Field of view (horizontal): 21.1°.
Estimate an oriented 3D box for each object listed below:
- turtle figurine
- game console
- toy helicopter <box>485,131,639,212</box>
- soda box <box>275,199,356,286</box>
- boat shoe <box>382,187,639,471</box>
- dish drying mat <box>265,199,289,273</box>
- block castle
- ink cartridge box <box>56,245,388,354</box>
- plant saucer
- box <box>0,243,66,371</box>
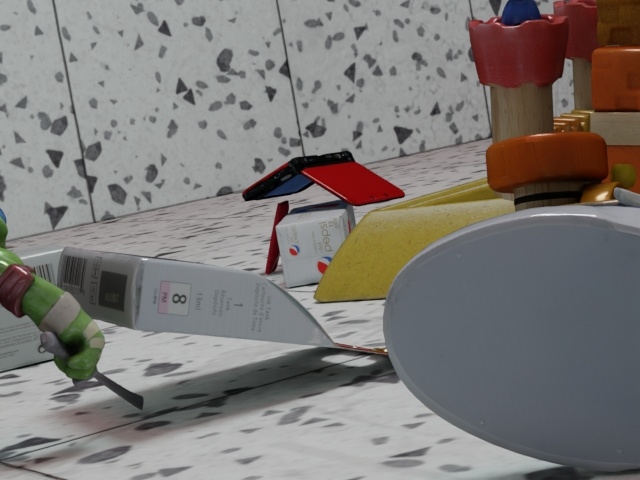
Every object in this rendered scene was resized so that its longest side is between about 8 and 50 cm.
[{"bbox_3d":[-0.249,0.104,1.137,0.197,0.275,0.266,14,32,12],"label":"turtle figurine"},{"bbox_3d":[0.004,-0.052,1.941,0.124,0.085,0.144,-32,-9,26],"label":"game console"},{"bbox_3d":[0.299,-0.008,1.183,0.355,0.140,0.235,1,-9,-37],"label":"toy helicopter"},{"bbox_3d":[0.000,0.000,1.891,0.074,0.069,0.216,-9,5,5],"label":"soda box"},{"bbox_3d":[0.222,0.029,0.879,0.367,0.136,0.156,-5,7,14],"label":"boat shoe"},{"bbox_3d":[-0.049,-0.004,1.958,0.008,0.083,0.032,16,13,17],"label":"dish drying mat"},{"bbox_3d":[0.376,-0.154,1.457,0.453,0.213,0.303,3,13,29],"label":"block castle"},{"bbox_3d":[-0.058,0.046,1.262,0.232,0.066,0.189,3,0,-25],"label":"ink cartridge box"},{"bbox_3d":[0.208,-0.019,1.666,0.332,0.081,0.333,-6,7,40],"label":"plant saucer"},{"bbox_3d":[-0.278,0.062,1.595,0.101,0.102,0.087,-13,8,-22],"label":"box"}]
